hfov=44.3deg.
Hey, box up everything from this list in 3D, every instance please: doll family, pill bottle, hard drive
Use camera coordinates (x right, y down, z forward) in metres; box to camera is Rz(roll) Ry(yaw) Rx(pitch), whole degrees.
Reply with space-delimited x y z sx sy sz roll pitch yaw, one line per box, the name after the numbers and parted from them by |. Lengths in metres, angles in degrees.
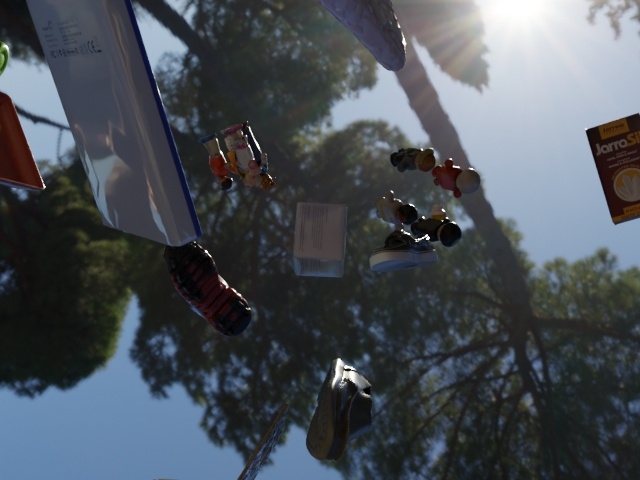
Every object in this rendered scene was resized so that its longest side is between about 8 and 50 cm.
-0.170 -0.188 1.823 0.118 0.163 0.263 -28 -167 -25 | doll family
0.296 -0.048 1.965 0.043 0.043 0.083 -7 -94 36 | pill bottle
-0.244 -0.159 0.901 0.040 0.319 0.210 -27 -156 -32 | hard drive

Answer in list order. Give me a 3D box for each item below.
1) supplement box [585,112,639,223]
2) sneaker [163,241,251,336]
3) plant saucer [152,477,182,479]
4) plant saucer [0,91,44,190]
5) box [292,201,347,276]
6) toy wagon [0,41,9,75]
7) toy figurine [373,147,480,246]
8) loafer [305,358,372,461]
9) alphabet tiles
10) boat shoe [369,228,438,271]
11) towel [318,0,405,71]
0.582 -0.134 1.494 0.104 0.188 0.080 -17 172 21 | supplement box
-0.257 0.090 1.664 0.097 0.276 0.135 -46 -141 -15 | sneaker
-0.087 0.355 1.025 0.277 0.277 0.041 -3 -111 40 | plant saucer
-0.700 -0.217 1.572 0.047 0.259 0.259 -34 -111 19 | plant saucer
0.000 0.000 1.345 0.087 0.102 0.101 3 -110 2 | box
-0.585 -0.281 1.120 0.068 0.267 0.345 -70 180 -63 | toy wagon
0.250 -0.104 1.841 0.148 0.209 0.213 21 -92 57 | toy figurine
0.040 0.252 1.174 0.251 0.087 0.094 -65 177 -73 | loafer
-0.122 0.394 1.295 0.009 0.198 0.237 29 -117 9 | alphabet tiles
0.163 0.015 1.570 0.080 0.228 0.076 -23 -103 36 | boat shoe
0.005 -0.446 1.162 0.053 0.331 0.317 -27 -123 24 | towel
